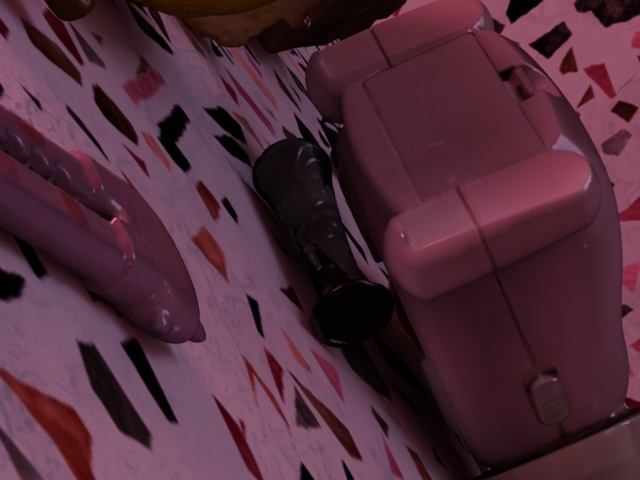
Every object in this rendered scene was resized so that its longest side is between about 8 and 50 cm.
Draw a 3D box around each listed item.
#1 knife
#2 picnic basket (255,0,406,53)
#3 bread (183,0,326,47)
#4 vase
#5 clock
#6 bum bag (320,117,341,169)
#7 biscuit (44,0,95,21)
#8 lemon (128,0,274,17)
[{"bbox_3d":[-0.147,-0.051,0.697,0.398,0.038,0.132,42,19,-58],"label":"knife"},{"bbox_3d":[-0.006,-0.348,1.778,0.291,0.254,0.321,55,20,-5],"label":"picnic basket"},{"bbox_3d":[-0.080,-0.278,1.429,0.229,0.143,0.139,59,27,-35],"label":"bread"},{"bbox_3d":[0.000,0.000,1.214,0.059,0.059,0.167,48,12,-39],"label":"vase"},{"bbox_3d":[0.127,0.026,1.339,0.342,0.184,0.325,-104,176,-53],"label":"clock"},{"bbox_3d":[0.037,-0.067,1.714,0.124,0.034,0.058,48,3,-44],"label":"bum bag"},{"bbox_3d":[-0.176,-0.218,0.969,0.215,0.034,0.182,61,29,-6],"label":"biscuit"},{"bbox_3d":[-0.074,-0.270,1.175,0.245,0.245,0.320,58,-10,14],"label":"lemon"}]
